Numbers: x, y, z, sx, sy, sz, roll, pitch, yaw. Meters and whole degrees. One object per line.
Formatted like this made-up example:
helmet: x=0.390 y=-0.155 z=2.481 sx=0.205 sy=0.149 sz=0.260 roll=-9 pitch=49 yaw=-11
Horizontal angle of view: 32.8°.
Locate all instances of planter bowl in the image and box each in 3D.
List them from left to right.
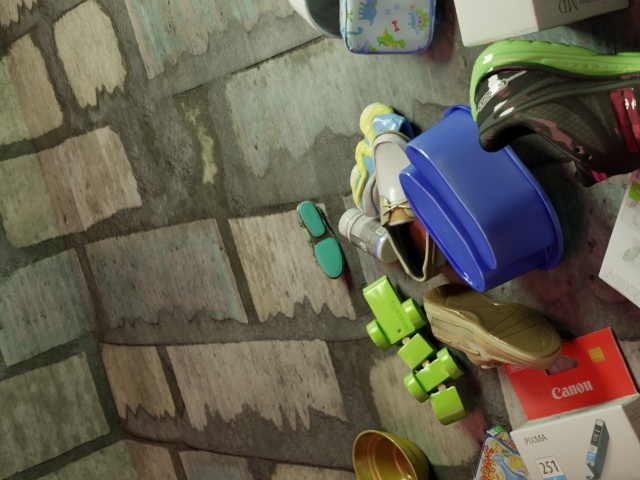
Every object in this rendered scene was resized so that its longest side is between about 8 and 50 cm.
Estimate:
planter bowl: x=0.175 y=0.506 z=2.418 sx=0.217 sy=0.090 sz=0.217 roll=26 pitch=126 yaw=42

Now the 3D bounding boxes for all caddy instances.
caddy: x=0.290 y=-0.078 z=1.922 sx=0.341 sy=0.179 sz=0.241 roll=56 pitch=166 yaw=18

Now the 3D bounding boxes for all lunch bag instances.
lunch bag: x=0.123 y=-0.445 z=1.963 sx=0.090 sy=0.176 sz=0.218 roll=-99 pitch=7 yaw=-62

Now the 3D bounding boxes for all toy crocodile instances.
toy crocodile: x=0.199 y=0.225 z=2.251 sx=0.115 sy=0.105 sz=0.340 roll=-38 pitch=70 yaw=10

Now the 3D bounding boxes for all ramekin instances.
ramekin: x=0.029 y=-0.491 z=2.037 sx=0.109 sy=0.207 sz=0.207 roll=39 pitch=135 yaw=47

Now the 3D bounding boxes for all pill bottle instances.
pill bottle: x=0.106 y=-0.013 z=2.266 sx=0.137 sy=0.078 sz=0.078 roll=31 pitch=129 yaw=41

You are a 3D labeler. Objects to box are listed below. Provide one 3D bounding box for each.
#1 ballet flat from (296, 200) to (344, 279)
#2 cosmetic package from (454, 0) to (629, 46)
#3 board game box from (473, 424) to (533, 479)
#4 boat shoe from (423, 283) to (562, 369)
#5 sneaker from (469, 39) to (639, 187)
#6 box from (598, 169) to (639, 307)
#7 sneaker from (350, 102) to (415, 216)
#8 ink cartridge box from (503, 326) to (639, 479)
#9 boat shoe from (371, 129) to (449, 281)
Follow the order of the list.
ballet flat: x=0.000 y=0.000 z=2.437 sx=0.070 sy=0.070 sz=0.188 roll=-27 pitch=83 yaw=54
cosmetic package: x=0.296 y=-0.542 z=1.639 sx=0.162 sy=0.230 sz=0.453 roll=-1 pitch=106 yaw=52
board game box: x=0.376 y=0.489 z=2.198 sx=0.136 sy=0.035 sz=0.201 roll=36 pitch=133 yaw=37
boat shoe: x=0.327 y=0.180 z=2.054 sx=0.341 sy=0.122 sz=0.110 roll=28 pitch=133 yaw=55
sneaker: x=0.448 y=-0.169 z=1.571 sx=0.483 sy=0.185 sz=0.202 roll=10 pitch=93 yaw=30
box: x=0.573 y=0.019 z=1.622 sx=0.262 sy=0.127 sz=0.231 roll=41 pitch=136 yaw=40
sneaker: x=0.130 y=-0.147 z=2.160 sx=0.126 sy=0.091 sz=0.240 roll=24 pitch=124 yaw=44
ink cartridge box: x=0.461 y=0.320 z=1.982 sx=0.296 sy=0.066 sz=0.261 roll=-31 pitch=82 yaw=53
boat shoe: x=0.171 y=-0.063 z=2.087 sx=0.113 sy=0.103 sz=0.302 roll=-14 pitch=109 yaw=32
